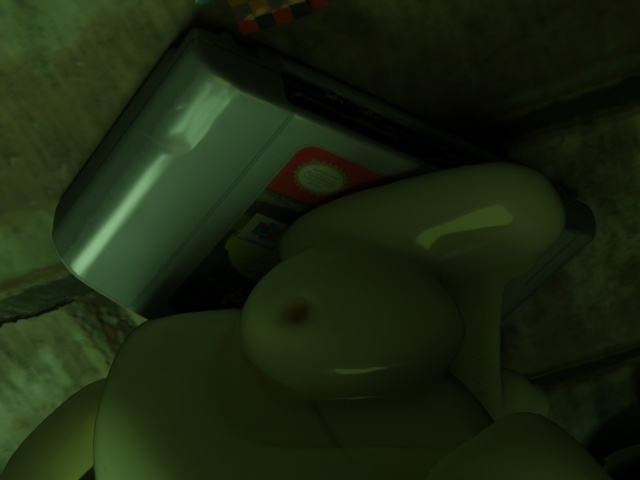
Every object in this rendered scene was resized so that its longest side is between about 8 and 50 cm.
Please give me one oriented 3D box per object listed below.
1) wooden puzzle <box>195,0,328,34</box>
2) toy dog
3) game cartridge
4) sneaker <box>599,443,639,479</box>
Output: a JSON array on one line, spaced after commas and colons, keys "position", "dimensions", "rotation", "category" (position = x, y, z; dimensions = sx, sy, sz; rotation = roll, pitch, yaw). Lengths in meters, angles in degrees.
[{"position": [-0.025, -0.134, 0.660], "dimensions": [0.083, 0.006, 0.049], "rotation": [-16, 137, 7], "category": "wooden puzzle"}, {"position": [0.017, 0.199, 0.654], "dimensions": [0.396, 0.407, 0.284], "rotation": [-3, 137, -8], "category": "toy dog"}, {"position": [0.000, 0.000, 0.776], "dimensions": [0.294, 0.060, 0.196], "rotation": [21, 133, -29], "category": "game cartridge"}, {"position": [0.254, 0.238, 1.035], "dimensions": [0.126, 0.127, 0.321], "rotation": [-14, 165, -18], "category": "sneaker"}]
